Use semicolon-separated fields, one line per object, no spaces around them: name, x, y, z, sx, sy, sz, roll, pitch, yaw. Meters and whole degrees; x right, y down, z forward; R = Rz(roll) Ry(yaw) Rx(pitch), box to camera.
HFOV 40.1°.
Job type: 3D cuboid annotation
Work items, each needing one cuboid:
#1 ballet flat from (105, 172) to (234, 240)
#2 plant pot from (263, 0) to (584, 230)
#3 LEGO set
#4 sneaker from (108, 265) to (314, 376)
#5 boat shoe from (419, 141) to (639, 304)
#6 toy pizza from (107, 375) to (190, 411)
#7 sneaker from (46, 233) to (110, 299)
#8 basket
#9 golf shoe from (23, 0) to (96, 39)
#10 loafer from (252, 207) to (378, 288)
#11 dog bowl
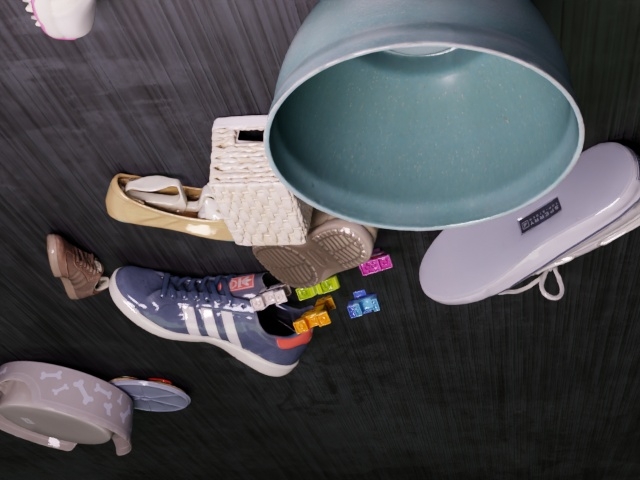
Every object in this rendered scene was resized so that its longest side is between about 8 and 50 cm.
ballet flat;-0.182;-0.049;1.218;0.232;0.080;0.073;6;136;-7
plant pot;0.098;-0.166;0.858;0.292;0.196;0.293;3;151;2
LEGO set;0.016;0.084;1.377;0.227;0.093;0.087;-18;101;12
sneaker;-0.166;0.096;1.447;0.350;0.131;0.148;22;124;-20
boat shoe;0.313;0.000;1.217;0.156;0.136;0.367;23;135;-36
toy pizza;-0.390;0.339;1.961;0.201;0.032;0.201;4;153;2
sneaker;-0.390;0.036;1.414;0.071;0.066;0.188;-12;157;-8
basket;-0.072;-0.072;1.133;0.113;0.103;0.167;-1;151;9
golf shoe;-0.194;-0.282;0.771;0.140;0.115;0.306;6;152;-11
loafer;0.000;0.000;1.268;0.102;0.092;0.268;50;147;-19
dog bowl;-0.572;0.369;1.924;0.348;0.102;0.349;9;150;5
